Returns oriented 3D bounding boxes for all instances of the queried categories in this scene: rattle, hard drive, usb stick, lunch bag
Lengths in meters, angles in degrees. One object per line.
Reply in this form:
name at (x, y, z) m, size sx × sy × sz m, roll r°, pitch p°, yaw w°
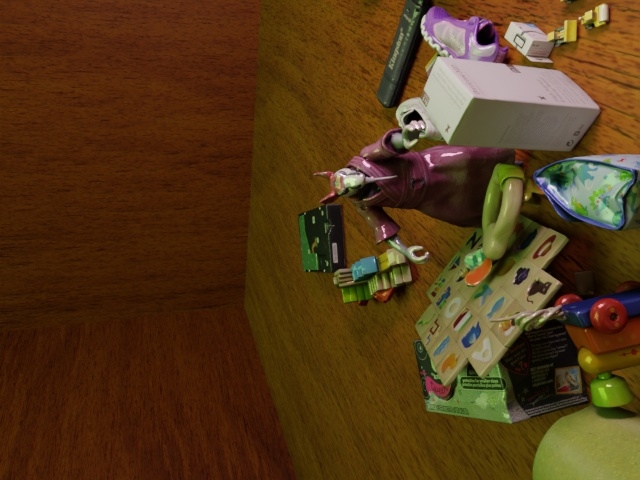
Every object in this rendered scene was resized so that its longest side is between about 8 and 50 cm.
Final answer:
rattle at (0.320, -0.019, 0.798) m, size 0.130 × 0.142 × 0.200 m, roll -134°, pitch 49°, yaw -73°
hard drive at (0.000, 0.000, 1.841) m, size 0.339 × 0.064 × 0.237 m, roll 169°, pitch 97°, yaw -70°
usb stick at (0.198, -0.456, 1.221) m, size 0.278 × 0.045 × 0.077 m, roll 107°, pitch 153°, yaw -44°
lunch bag at (0.378, -0.069, 0.649) m, size 0.151 × 0.128 × 0.096 m, roll -134°, pitch 45°, yaw -61°

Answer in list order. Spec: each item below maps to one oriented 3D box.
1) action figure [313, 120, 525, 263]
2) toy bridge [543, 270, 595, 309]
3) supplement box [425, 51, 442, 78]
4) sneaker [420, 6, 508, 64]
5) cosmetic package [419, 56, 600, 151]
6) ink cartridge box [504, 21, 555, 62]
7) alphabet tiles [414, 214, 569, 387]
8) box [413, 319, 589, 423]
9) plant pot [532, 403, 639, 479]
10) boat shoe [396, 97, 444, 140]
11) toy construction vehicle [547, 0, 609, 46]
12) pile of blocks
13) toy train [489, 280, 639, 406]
action figure at (0.159, -0.122, 0.901) m, size 0.276 × 0.369 × 0.248 m, roll -119°, pitch 33°, yaw -56°
toy bridge at (0.377, 0.083, 0.835) m, size 0.188 × 0.026 × 0.063 m, roll 172°, pitch 92°, yaw -71°
supplement box at (0.261, -0.349, 1.062) m, size 0.055 × 0.043 × 0.083 m, roll 135°, pitch 130°, yaw -65°
sneaker at (0.279, -0.384, 0.950) m, size 0.105 × 0.095 × 0.237 m, roll -61°, pitch 41°, yaw 46°
cosmetic package at (0.280, -0.202, 0.747) m, size 0.086 × 0.230 × 0.117 m, roll 110°, pitch 150°, yaw -42°
ink cartridge box at (0.346, -0.324, 0.816) m, size 0.028 × 0.048 × 0.083 m, roll 106°, pitch 151°, yaw -44°
alphabet tiles at (0.270, 0.083, 0.844) m, size 0.285 × 0.011 × 0.342 m, roll -55°, pitch 9°, yaw 11°
box at (0.298, 0.223, 0.876) m, size 0.247 × 0.163 × 0.142 m, roll 141°, pitch 121°, yaw -67°
plant pot at (0.385, 0.314, 0.554) m, size 0.254 × 0.275 × 0.276 m, roll -147°, pitch 55°, yaw -81°
boat shoe at (0.219, -0.283, 1.146) m, size 0.226 × 0.075 × 0.083 m, roll -134°, pitch 45°, yaw -62°
toy construction vehicle at (0.378, -0.343, 0.742) m, size 0.098 × 0.035 × 0.086 m, roll -161°, pitch 68°, yaw -69°
pile of blocks at (0.131, 0.123, 1.360) m, size 0.362 × 0.148 × 0.113 m, roll 134°, pitch 130°, yaw -64°
toy train at (0.342, 0.141, 0.622) m, size 0.105 × 0.247 × 0.144 m, roll 125°, pitch 133°, yaw -86°
